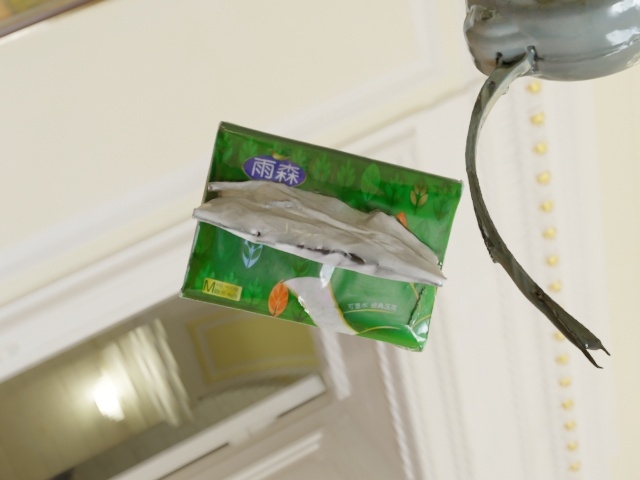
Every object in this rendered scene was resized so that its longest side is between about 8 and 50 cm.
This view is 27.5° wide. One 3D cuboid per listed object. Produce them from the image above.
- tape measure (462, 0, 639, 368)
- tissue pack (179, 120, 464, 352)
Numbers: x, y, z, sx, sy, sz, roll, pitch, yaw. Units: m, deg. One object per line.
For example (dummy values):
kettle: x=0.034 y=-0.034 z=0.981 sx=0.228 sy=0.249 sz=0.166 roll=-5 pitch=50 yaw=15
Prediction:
tape measure: x=0.149 y=-0.097 z=0.718 sx=0.084 sy=0.164 sz=0.330 roll=52 pitch=25 yaw=-47
tissue pack: x=0.001 y=-0.001 z=1.065 sx=0.156 sy=0.209 sz=0.148 roll=132 pitch=-28 yaw=-87
